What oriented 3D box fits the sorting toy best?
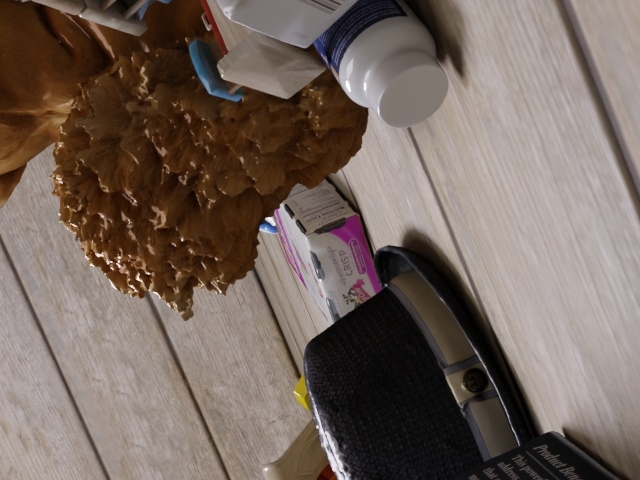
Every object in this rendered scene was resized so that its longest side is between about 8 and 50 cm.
[{"bbox_3d":[0.020,0.254,1.337,0.041,0.229,0.307,33,155,29],"label":"sorting toy"}]

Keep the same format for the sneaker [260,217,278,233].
[{"bbox_3d":[-0.106,-0.139,1.426,0.236,0.130,0.323,53,163,22],"label":"sneaker"}]

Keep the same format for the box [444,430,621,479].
[{"bbox_3d":[0.067,0.356,0.639,0.212,0.395,0.293,-142,31,-76],"label":"box"}]

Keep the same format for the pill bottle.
[{"bbox_3d":[0.035,-0.129,0.653,0.067,0.067,0.120,76,168,-51],"label":"pill bottle"}]

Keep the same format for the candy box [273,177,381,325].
[{"bbox_3d":[0.000,0.000,1.244,0.233,0.071,0.159,-126,15,-59],"label":"candy box"}]

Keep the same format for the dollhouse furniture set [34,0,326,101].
[{"bbox_3d":[-0.112,-0.164,0.651,0.129,0.129,0.183,6,-125,-56],"label":"dollhouse furniture set"}]

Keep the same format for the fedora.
[{"bbox_3d":[0.081,0.177,0.925,0.334,0.152,0.334,157,90,-83],"label":"fedora"}]

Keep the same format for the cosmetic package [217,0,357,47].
[{"bbox_3d":[-0.038,-0.239,0.576,0.085,0.117,0.231,8,-132,-56],"label":"cosmetic package"}]

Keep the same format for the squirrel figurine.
[{"bbox_3d":[-0.166,-0.140,0.848,0.281,0.370,0.397,79,165,-56],"label":"squirrel figurine"}]
